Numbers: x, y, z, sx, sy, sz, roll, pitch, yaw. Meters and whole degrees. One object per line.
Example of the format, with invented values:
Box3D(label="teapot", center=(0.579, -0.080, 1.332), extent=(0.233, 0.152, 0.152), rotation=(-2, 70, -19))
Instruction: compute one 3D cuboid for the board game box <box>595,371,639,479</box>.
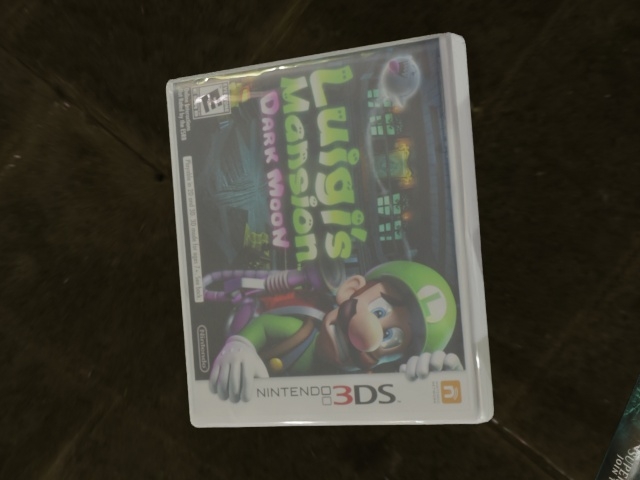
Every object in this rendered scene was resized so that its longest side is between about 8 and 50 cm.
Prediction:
Box3D(label="board game box", center=(0.203, 0.064, 0.734), extent=(0.026, 0.126, 0.186), rotation=(34, 130, 28))

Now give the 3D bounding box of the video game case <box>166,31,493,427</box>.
Box3D(label="video game case", center=(0.000, 0.000, 0.717), extent=(0.173, 0.022, 0.190), rotation=(-5, 88, 30))
